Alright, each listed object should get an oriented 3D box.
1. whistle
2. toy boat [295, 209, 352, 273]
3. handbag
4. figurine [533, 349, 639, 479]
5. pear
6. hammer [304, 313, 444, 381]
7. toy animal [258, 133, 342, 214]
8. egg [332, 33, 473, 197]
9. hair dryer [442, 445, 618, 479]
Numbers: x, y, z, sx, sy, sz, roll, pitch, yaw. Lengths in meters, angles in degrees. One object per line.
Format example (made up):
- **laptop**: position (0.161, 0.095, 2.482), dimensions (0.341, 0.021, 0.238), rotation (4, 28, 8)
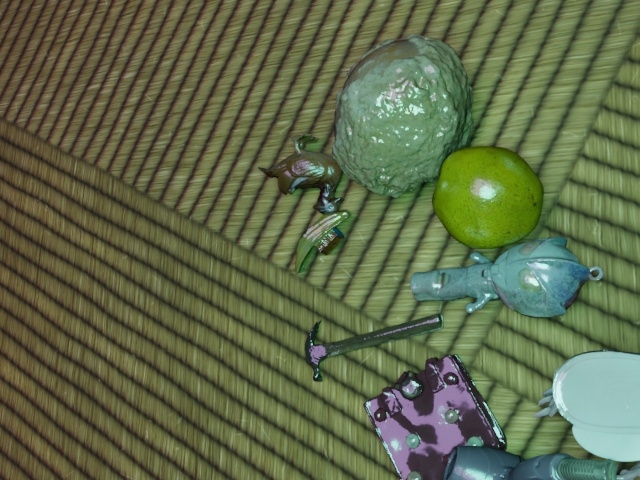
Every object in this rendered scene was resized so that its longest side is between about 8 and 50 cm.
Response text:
- **whistle**: position (0.332, 0.074, 1.239), dimensions (0.346, 0.134, 0.142), rotation (-8, 79, 33)
- **toy boat**: position (0.000, 0.000, 1.435), dimensions (0.066, 0.065, 0.172), rotation (45, 102, 6)
- **handbag**: position (0.209, 0.339, 1.259), dimensions (0.203, 0.074, 0.216), rotation (-33, 69, 13)
- **figurine**: position (0.454, 0.257, 1.036), dimensions (0.284, 0.316, 0.206), rotation (-40, 54, 25)
- **pear**: position (0.304, -0.078, 1.244), dimensions (0.198, 0.198, 0.198), rotation (-5, 77, 24)
- **hammer**: position (0.104, 0.197, 1.364), dimensions (0.297, 0.027, 0.125), rotation (-17, 78, 21)
- **toy animal**: position (-0.041, -0.134, 1.474), dimensions (0.188, 0.089, 0.179), rotation (-9, 90, 17)
- **egg**: position (0.154, -0.240, 1.307), dimensions (0.279, 0.279, 0.310), rotation (36, 121, 26)
- **hair dryer**: position (0.361, 0.380, 1.014), dimensions (0.301, 0.361, 0.121), rotation (22, 65, 7)
